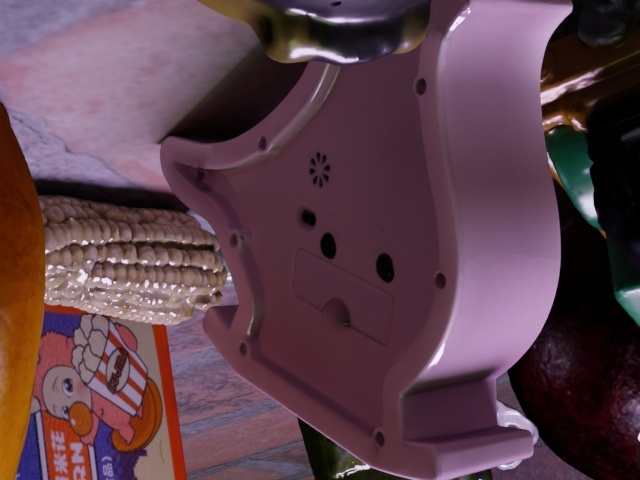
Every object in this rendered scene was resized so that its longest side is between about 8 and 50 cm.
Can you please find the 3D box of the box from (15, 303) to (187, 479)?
[{"bbox_3d":[-0.291,0.232,0.962,0.318,0.349,0.257,-16,165,31],"label":"box"}]

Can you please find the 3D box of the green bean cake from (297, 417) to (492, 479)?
[{"bbox_3d":[0.057,0.165,1.241,0.156,0.250,0.247,-12,163,-7],"label":"green bean cake"}]

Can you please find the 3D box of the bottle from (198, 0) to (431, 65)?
[{"bbox_3d":[0.036,-0.179,0.326,0.171,0.172,0.351,-6,162,-26],"label":"bottle"}]

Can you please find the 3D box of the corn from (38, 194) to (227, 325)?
[{"bbox_3d":[-0.157,0.008,0.888,0.087,0.087,0.210,-28,152,35],"label":"corn"}]

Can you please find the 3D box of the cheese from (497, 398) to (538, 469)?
[{"bbox_3d":[0.061,0.112,1.089,0.163,0.249,0.071,-31,-175,-3],"label":"cheese"}]

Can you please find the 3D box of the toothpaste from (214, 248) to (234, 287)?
[{"bbox_3d":[-0.116,0.025,1.036,0.218,0.041,0.064,-9,167,-8],"label":"toothpaste"}]

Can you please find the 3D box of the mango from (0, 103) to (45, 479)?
[{"bbox_3d":[-0.221,0.059,0.682,0.187,0.257,0.138,-28,158,36],"label":"mango"}]

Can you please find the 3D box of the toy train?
[{"bbox_3d":[0.265,-0.002,0.817,0.178,0.249,0.429,-22,137,29],"label":"toy train"}]

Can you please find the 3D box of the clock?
[{"bbox_3d":[0.013,-0.037,0.740,0.080,0.276,0.290,-4,-164,-38],"label":"clock"}]

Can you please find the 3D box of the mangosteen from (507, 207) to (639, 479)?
[{"bbox_3d":[0.321,0.063,1.124,0.306,0.307,0.347,-2,128,-34],"label":"mangosteen"}]
